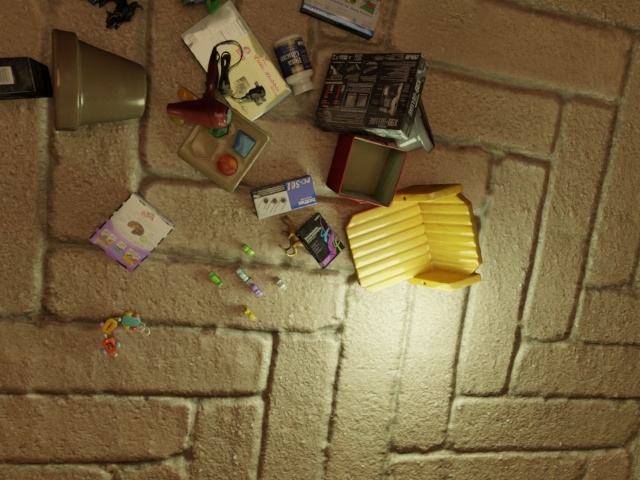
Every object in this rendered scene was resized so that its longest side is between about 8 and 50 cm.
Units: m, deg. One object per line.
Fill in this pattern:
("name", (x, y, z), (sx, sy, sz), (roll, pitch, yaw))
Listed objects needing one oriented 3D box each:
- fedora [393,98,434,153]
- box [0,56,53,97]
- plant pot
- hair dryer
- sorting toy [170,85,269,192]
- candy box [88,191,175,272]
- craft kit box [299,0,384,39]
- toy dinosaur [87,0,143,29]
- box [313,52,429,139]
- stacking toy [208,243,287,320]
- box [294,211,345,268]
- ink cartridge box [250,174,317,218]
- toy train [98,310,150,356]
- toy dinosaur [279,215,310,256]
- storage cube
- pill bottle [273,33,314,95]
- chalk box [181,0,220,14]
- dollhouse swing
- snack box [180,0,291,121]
("fedora", (0.281, -0.407, 1.537), (0.125, 0.244, 0.275), (-17, 100, 22))
("box", (-0.846, -0.441, 1.271), (0.156, 0.158, 0.093), (-7, 102, -12))
("plant pot", (-0.619, -0.430, 1.300), (0.230, 0.263, 0.262), (-1, 101, -30))
("hair dryer", (-0.323, -0.441, 1.388), (0.294, 0.080, 0.223), (-31, 76, -2))
("sorting toy", (-0.344, -0.323, 1.443), (0.307, 0.041, 0.229), (36, 102, -7))
("candy box", (-0.586, -0.027, 1.455), (0.165, 0.070, 0.196), (44, 89, -16))
("craft kit box", (0.086, -0.809, 1.477), (0.250, 0.061, 0.246), (16, 99, -15))
("toy dinosaur", (-0.606, -0.742, 1.286), (0.322, 0.164, 0.218), (-24, 89, 12))
("box", (0.151, -0.449, 1.427), (0.077, 0.308, 0.242), (21, 82, -60))
("stacking toy", (-0.244, 0.141, 1.576), (0.167, 0.052, 0.221), (-42, 106, -3))
("box", (0.000, 0.000, 1.595), (0.116, 0.029, 0.162), (-47, 107, -28))
("ink cartridge box", (-0.123, -0.147, 1.553), (0.207, 0.046, 0.097), (-16, 105, -10))
("toy train", (-0.647, 0.296, 1.516), (0.166, 0.046, 0.125), (-27, 106, -4))
("toy dinosaur", (-0.074, 0.012, 1.585), (0.112, 0.064, 0.211), (-40, 107, -5))
("storage cube", (0.144, -0.234, 1.515), (0.184, 0.193, 0.214), (12, 102, -15))
("pill bottle", (-0.078, -0.551, 1.463), (0.094, 0.094, 0.169), (-23, 104, -8))
("chalk box", (-0.337, -0.765, 1.321), (0.132, 0.132, 0.212), (-36, 110, -38))
("dollhouse swing", (0.308, 0.017, 1.571), (0.305, 0.315, 0.346), (-23, 106, -29))
("snack box", (-0.257, -0.542, 1.441), (0.187, 0.060, 0.321), (-36, 106, -2))
